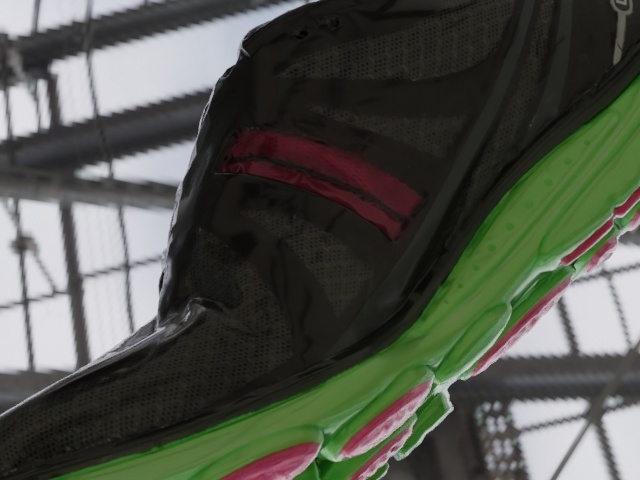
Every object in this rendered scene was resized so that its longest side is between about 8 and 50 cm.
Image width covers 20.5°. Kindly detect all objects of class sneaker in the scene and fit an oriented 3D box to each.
[{"bbox_3d":[0.000,0.000,0.883,0.202,0.185,0.483,42,-120,15],"label":"sneaker"}]
